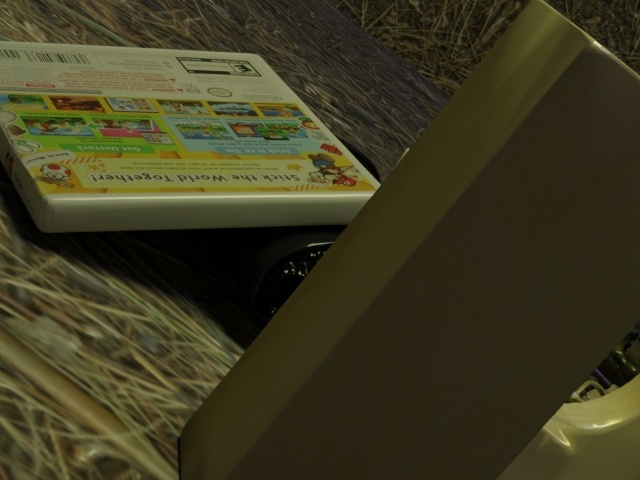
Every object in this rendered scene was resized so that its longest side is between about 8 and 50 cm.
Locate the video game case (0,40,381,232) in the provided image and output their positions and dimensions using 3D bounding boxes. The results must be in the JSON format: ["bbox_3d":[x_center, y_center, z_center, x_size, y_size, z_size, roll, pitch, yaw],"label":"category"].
[{"bbox_3d":[-0.099,-0.070,0.825,0.227,0.026,0.206,-2,33,-31],"label":"video game case"}]

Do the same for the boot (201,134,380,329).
[{"bbox_3d":[0.000,0.000,0.912,0.246,0.094,0.207,14,24,-47],"label":"boot"}]

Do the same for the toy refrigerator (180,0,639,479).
[{"bbox_3d":[0.056,0.033,0.583,0.102,0.269,0.094,34,15,-19],"label":"toy refrigerator"}]

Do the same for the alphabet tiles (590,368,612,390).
[{"bbox_3d":[0.210,0.080,1.381,0.278,0.021,0.284,41,14,8],"label":"alphabet tiles"}]

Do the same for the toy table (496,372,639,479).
[{"bbox_3d":[0.126,0.112,0.755,0.274,0.161,0.252,22,21,-48],"label":"toy table"}]

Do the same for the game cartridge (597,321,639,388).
[{"bbox_3d":[0.362,0.119,1.314,0.297,0.062,0.198,48,-19,14],"label":"game cartridge"}]

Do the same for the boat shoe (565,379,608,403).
[{"bbox_3d":[0.157,0.107,1.000,0.104,0.089,0.285,34,15,-24],"label":"boat shoe"}]

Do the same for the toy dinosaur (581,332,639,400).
[{"bbox_3d":[0.284,0.146,1.245,0.268,0.064,0.118,20,42,-48],"label":"toy dinosaur"}]

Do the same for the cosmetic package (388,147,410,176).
[{"bbox_3d":[0.163,-0.019,1.366,0.117,0.085,0.231,39,13,29],"label":"cosmetic package"}]
